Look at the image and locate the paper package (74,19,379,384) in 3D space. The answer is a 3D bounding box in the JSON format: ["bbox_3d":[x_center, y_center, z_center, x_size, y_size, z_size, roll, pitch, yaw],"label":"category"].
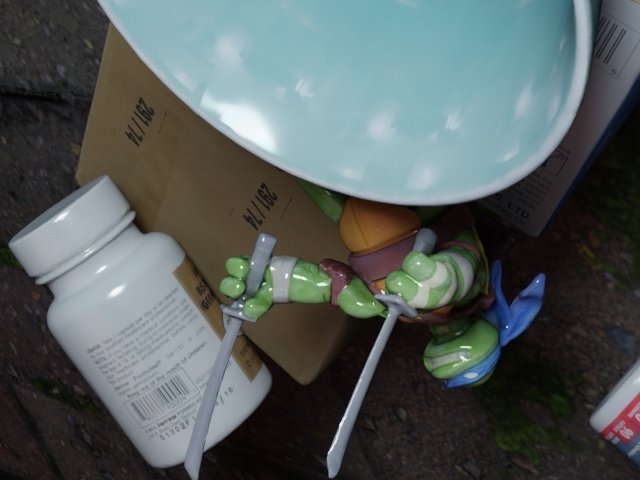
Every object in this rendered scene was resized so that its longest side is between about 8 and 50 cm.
[{"bbox_3d":[-0.030,-0.089,1.277,0.309,0.168,0.325,41,148,11],"label":"paper package"}]

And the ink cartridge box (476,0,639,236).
[{"bbox_3d":[0.120,-0.216,0.961,0.270,0.151,0.395,33,147,7],"label":"ink cartridge box"}]

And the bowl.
[{"bbox_3d":[0.028,-0.185,0.807,0.311,0.163,0.312,23,143,19],"label":"bowl"}]

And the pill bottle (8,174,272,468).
[{"bbox_3d":[-0.154,0.066,1.308,0.229,0.131,0.131,55,147,-11],"label":"pill bottle"}]

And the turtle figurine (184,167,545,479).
[{"bbox_3d":[0.000,0.000,0.987,0.198,0.274,0.266,-170,57,-83],"label":"turtle figurine"}]

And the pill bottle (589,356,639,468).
[{"bbox_3d":[0.310,0.161,1.207,0.180,0.108,0.108,41,147,10],"label":"pill bottle"}]
